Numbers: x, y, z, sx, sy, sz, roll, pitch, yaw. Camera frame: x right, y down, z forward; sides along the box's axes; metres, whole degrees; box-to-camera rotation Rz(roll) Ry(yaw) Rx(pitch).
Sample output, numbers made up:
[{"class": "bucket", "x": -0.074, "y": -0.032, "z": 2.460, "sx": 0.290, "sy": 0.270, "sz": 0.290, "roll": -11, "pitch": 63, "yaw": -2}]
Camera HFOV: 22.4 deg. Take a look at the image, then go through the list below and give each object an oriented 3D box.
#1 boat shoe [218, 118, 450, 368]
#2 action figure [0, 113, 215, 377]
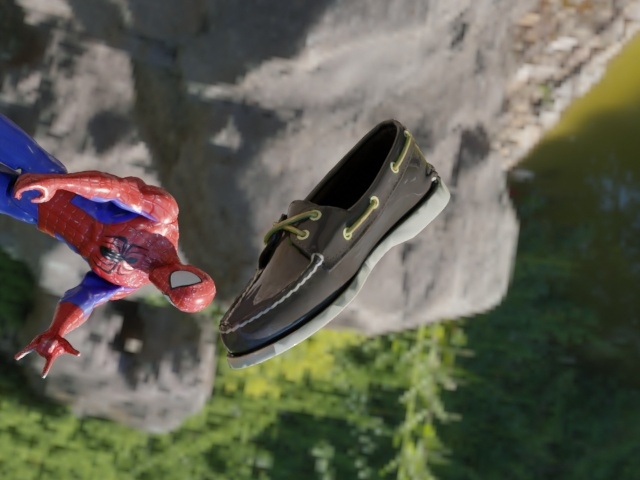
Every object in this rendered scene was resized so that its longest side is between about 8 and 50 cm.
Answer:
[{"class": "boat shoe", "x": 0.000, "y": 0.000, "z": 1.088, "sx": 0.081, "sy": 0.228, "sz": 0.068, "roll": -10, "pitch": 116, "yaw": 45}, {"class": "action figure", "x": -0.195, "y": -0.025, "z": 0.971, "sx": 0.280, "sy": 0.139, "sz": 0.091, "roll": 31, "pitch": 116, "yaw": 4}]
